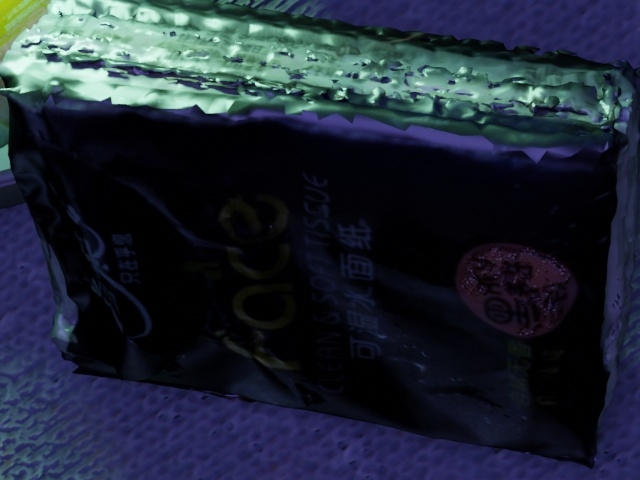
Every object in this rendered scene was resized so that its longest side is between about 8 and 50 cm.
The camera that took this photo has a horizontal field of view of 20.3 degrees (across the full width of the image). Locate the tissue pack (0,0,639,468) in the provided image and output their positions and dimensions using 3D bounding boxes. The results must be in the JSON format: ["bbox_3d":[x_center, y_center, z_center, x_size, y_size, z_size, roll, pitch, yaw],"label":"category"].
[{"bbox_3d":[0.000,0.000,0.958,0.332,0.245,0.123,10,42,14],"label":"tissue pack"}]

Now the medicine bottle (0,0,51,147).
[{"bbox_3d":[-0.131,-0.140,1.009,0.218,0.074,0.074,-39,77,9],"label":"medicine bottle"}]

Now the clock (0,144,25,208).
[{"bbox_3d":[-0.170,-0.106,1.089,0.197,0.063,0.150,-13,82,12],"label":"clock"}]
